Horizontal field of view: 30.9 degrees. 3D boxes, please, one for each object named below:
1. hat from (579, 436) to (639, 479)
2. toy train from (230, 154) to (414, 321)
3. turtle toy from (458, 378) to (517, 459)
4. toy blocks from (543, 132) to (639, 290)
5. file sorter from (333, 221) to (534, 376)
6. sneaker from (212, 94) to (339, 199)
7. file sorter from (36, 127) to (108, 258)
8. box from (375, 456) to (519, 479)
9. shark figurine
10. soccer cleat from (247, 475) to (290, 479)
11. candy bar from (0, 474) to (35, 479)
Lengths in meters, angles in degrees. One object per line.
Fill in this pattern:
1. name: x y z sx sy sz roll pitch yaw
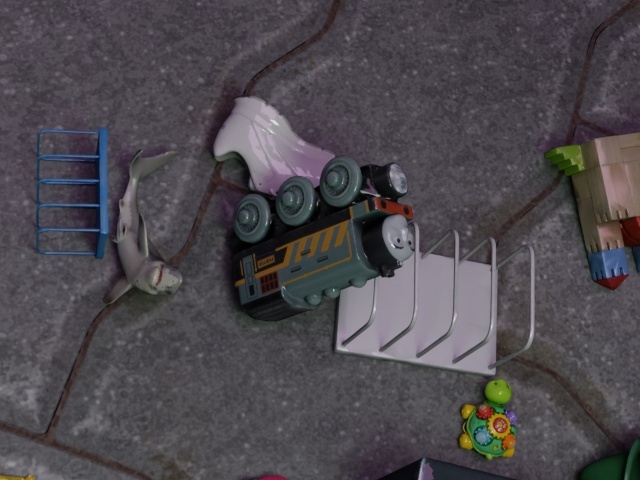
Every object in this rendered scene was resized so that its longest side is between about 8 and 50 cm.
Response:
1. hat: 0.437 0.401 1.897 0.208 0.183 0.173 51 47 -43
2. toy train: 0.000 0.000 1.755 0.142 0.333 0.190 12 63 -51
3. turtle toy: 0.278 0.288 1.864 0.095 0.066 0.130 13 67 -13
4. toy blocks: 0.608 -0.062 2.059 0.381 0.190 0.261 -9 85 -20
5. file sorter: 0.182 0.086 1.850 0.277 0.173 0.193 10 67 -14
6. sneaker: -0.045 -0.109 1.902 0.297 0.111 0.129 35 80 1
7. file sorter: -0.378 -0.071 1.759 0.104 0.118 0.170 0 71 -14
8. box: 0.258 0.478 1.662 0.395 0.293 0.212 16 66 -12
9. shark figurine: -0.261 -0.001 1.798 0.116 0.166 0.278 17 45 -39
10. soccer cleat: -0.130 0.483 1.650 0.116 0.143 0.331 10 40 28
11. candy bar: -0.483 0.342 1.625 0.161 0.018 0.040 9 65 -14
